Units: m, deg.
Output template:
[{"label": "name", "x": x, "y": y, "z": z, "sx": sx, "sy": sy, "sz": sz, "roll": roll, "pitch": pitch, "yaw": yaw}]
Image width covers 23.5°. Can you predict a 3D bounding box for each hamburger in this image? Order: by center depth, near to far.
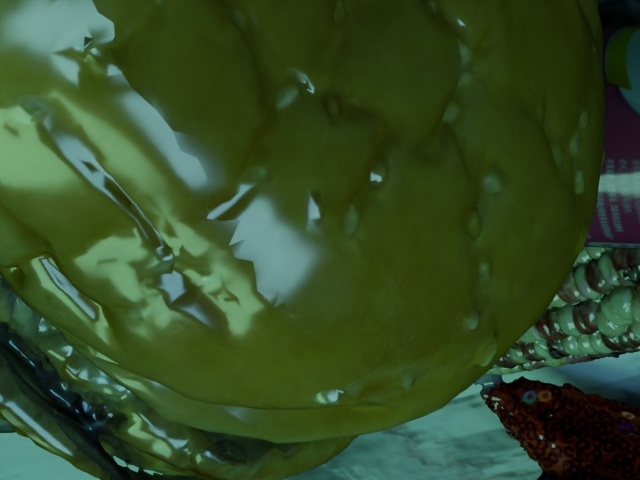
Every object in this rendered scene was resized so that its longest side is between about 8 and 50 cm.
[{"label": "hamburger", "x": -0.030, "y": -0.069, "z": 0.498, "sx": 0.158, "sy": 0.318, "sz": 0.318, "roll": -14, "pitch": 133, "yaw": 46}]

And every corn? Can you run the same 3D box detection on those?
[{"label": "corn", "x": 0.105, "y": 0.028, "z": 0.745, "sx": 0.237, "sy": 0.079, "sz": 0.079, "roll": -18, "pitch": 130, "yaw": 45}]

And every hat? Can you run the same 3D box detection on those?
[{"label": "hat", "x": 0.156, "y": 0.123, "z": 0.824, "sx": 0.227, "sy": 0.140, "sz": 0.129, "roll": 33, "pitch": 136, "yaw": 5}]

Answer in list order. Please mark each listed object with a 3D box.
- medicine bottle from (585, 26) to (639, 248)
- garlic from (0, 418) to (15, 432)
[{"label": "medicine bottle", "x": 0.193, "y": -0.038, "z": 0.593, "sx": 0.217, "sy": 0.090, "sz": 0.090, "roll": 2, "pitch": 142, "yaw": 25}, {"label": "garlic", "x": -0.168, "y": -0.042, "z": 0.689, "sx": 0.237, "sy": 0.210, "sz": 0.292, "roll": 29, "pitch": 137, "yaw": -23}]
